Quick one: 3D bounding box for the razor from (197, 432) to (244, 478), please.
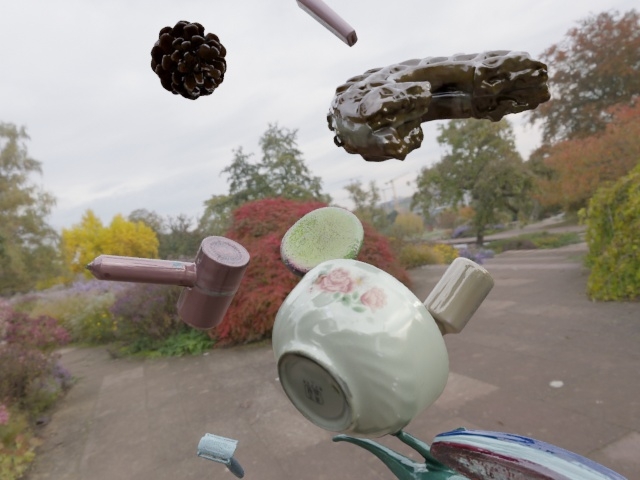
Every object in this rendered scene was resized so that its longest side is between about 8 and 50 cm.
[{"bbox_3d":[-0.159,0.388,0.807,0.068,0.135,0.040,5,46,20],"label":"razor"}]

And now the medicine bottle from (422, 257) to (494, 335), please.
[{"bbox_3d":[0.310,0.168,1.126,0.252,0.114,0.114,-53,6,-5],"label":"medicine bottle"}]

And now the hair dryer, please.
[{"bbox_3d":[-0.360,0.092,1.077,0.353,0.210,0.125,10,30,-35],"label":"hair dryer"}]

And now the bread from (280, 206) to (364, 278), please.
[{"bbox_3d":[0.000,0.000,1.173,0.229,0.228,0.033,-13,-40,16],"label":"bread"}]

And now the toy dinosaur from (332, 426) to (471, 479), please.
[{"bbox_3d":[0.237,0.413,0.683,0.383,0.331,0.129,-14,35,55],"label":"toy dinosaur"}]

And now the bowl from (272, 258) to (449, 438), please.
[{"bbox_3d":[0.032,0.178,0.675,0.277,0.277,0.145,-12,15,43],"label":"bowl"}]

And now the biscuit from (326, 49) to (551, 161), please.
[{"bbox_3d":[0.175,-0.243,0.795,0.366,0.115,0.268,-19,28,-16],"label":"biscuit"}]

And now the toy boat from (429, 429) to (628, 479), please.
[{"bbox_3d":[0.221,0.264,0.527,0.046,0.080,0.229,4,-2,-44],"label":"toy boat"}]

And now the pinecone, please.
[{"bbox_3d":[-0.337,-0.469,1.208,0.208,0.207,0.208,-13,2,0],"label":"pinecone"}]

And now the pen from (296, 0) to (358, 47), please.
[{"bbox_3d":[-0.005,-0.443,0.884,0.032,0.197,0.053,-45,-17,6],"label":"pen"}]
